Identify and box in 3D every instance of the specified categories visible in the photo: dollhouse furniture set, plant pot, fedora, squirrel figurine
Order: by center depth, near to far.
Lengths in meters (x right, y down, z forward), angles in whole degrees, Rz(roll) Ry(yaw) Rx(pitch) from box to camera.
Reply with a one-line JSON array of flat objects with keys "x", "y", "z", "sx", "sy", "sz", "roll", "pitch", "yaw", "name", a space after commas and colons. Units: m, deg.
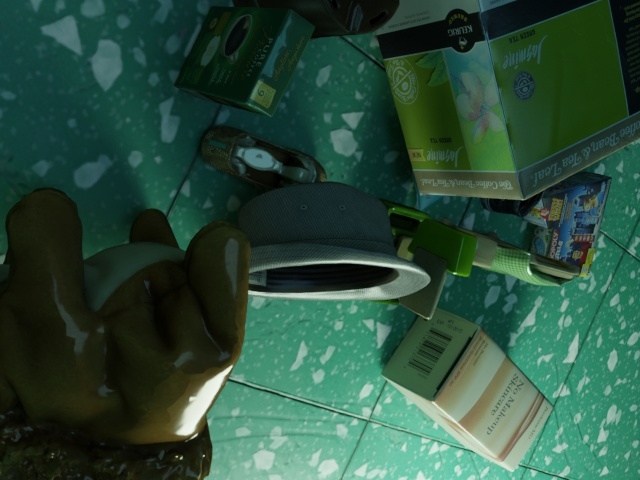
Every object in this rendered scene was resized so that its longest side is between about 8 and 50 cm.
[{"x": -0.300, "y": 0.142, "z": 0.778, "sx": 0.371, "sy": 0.281, "sz": 0.396, "roll": -3, "pitch": 104, "yaw": -30, "name": "squirrel figurine"}, {"x": 0.002, "y": -0.315, "z": 0.917, "sx": 0.167, "sy": 0.165, "sz": 0.166, "roll": -12, "pitch": 110, "yaw": -34, "name": "plant pot"}, {"x": 0.000, "y": 0.000, "z": 1.001, "sx": 0.276, "sy": 0.243, "sz": 0.124, "roll": 0, "pitch": 74, "yaw": -8, "name": "fedora"}, {"x": 0.221, "y": 0.059, "z": 1.176, "sx": 0.302, "sy": 0.198, "sz": 0.151, "roll": 13, "pitch": 100, "yaw": -41, "name": "dollhouse furniture set"}]

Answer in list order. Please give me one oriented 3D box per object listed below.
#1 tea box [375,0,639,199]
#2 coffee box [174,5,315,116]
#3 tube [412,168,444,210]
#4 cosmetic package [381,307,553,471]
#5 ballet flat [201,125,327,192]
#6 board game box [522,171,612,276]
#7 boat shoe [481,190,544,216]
[{"x": 0.285, "y": -0.261, "z": 1.081, "sx": 0.329, "sy": 0.220, "sz": 0.323, "roll": -25, "pitch": 107, "yaw": -28, "name": "tea box"}, {"x": -0.091, "y": -0.207, "z": 0.869, "sx": 0.040, "sy": 0.184, "sz": 0.113, "roll": 27, "pitch": 88, "yaw": -38, "name": "coffee box"}, {"x": 0.230, "y": -0.121, "z": 1.229, "sx": 0.207, "sy": 0.052, "sz": 0.080, "roll": -28, "pitch": 122, "yaw": -22, "name": "tube"}, {"x": 0.258, "y": 0.257, "z": 1.315, "sx": 0.296, "sy": 0.129, "sz": 0.153, "roll": 42, "pitch": 77, "yaw": -38, "name": "cosmetic package"}, {"x": -0.059, "y": -0.093, "z": 1.004, "sx": 0.206, "sy": 0.067, "sz": 0.073, "roll": 13, "pitch": 95, "yaw": -39, "name": "ballet flat"}, {"x": 0.431, "y": -0.032, "z": 1.397, "sx": 0.194, "sy": 0.060, "sz": 0.194, "roll": 1, "pitch": 104, "yaw": -36, "name": "board game box"}, {"x": 0.353, "y": -0.119, "z": 1.295, "sx": 0.065, "sy": 0.083, "sz": 0.183, "roll": 37, "pitch": 81, "yaw": -38, "name": "boat shoe"}]
